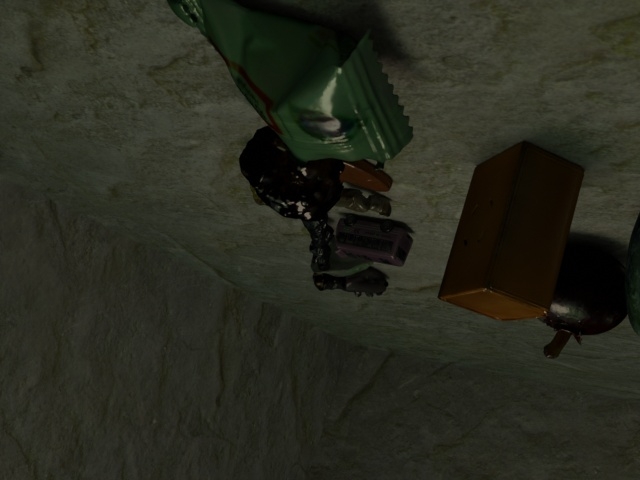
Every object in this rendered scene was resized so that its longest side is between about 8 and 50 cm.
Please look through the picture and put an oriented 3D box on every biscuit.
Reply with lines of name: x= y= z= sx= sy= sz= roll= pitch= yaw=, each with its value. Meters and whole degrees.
biscuit: x=0.051 y=-0.149 z=1.778 sx=0.186 sy=0.036 sz=0.192 roll=26 pitch=166 yaw=-34

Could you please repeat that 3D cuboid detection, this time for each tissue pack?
tissue pack: x=0.344 y=-0.009 z=1.425 sx=0.145 sy=0.274 sz=0.194 roll=20 pitch=167 yaw=-9

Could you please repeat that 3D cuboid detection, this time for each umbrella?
umbrella: x=0.003 y=-0.001 z=2.248 sx=0.080 sy=0.071 sz=0.224 roll=17 pitch=141 yaw=25

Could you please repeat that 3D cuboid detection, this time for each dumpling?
dumpling: x=0.058 y=0.071 z=2.391 sx=0.217 sy=0.149 sz=0.105 roll=6 pitch=144 yaw=46

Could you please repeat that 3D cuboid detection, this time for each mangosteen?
mangosteen: x=0.554 y=0.139 z=1.749 sx=0.236 sy=0.261 sz=0.235 roll=20 pitch=168 yaw=5

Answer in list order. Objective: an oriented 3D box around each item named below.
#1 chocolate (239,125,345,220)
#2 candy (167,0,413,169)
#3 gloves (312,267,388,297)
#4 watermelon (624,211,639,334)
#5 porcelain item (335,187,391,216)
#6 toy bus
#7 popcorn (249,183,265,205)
chocolate: x=-0.024 y=-0.170 z=1.542 sx=0.224 sy=0.206 sz=0.177 roll=8 pitch=143 yaw=-29
candy: x=-0.062 y=-0.274 z=1.258 sx=0.398 sy=0.172 sz=0.263 roll=34 pitch=165 yaw=28
gloves: x=0.111 y=0.134 z=2.627 sx=0.286 sy=0.119 sz=0.142 roll=14 pitch=-166 yaw=-36
watermelon: x=0.675 y=0.043 z=1.352 sx=0.258 sy=0.228 sz=0.387 roll=12 pitch=159 yaw=-10
porcelain item: x=0.072 y=-0.095 z=1.854 sx=0.213 sy=0.054 sz=0.084 roll=9 pitch=-173 yaw=-27
toy bus: x=0.136 y=0.003 z=2.104 sx=0.199 sy=0.108 sz=0.096 roll=10 pitch=164 yaw=32
popcorn: x=-0.107 y=-0.147 z=1.841 sx=0.126 sy=0.126 sz=0.145 roll=-14 pitch=136 yaw=21
